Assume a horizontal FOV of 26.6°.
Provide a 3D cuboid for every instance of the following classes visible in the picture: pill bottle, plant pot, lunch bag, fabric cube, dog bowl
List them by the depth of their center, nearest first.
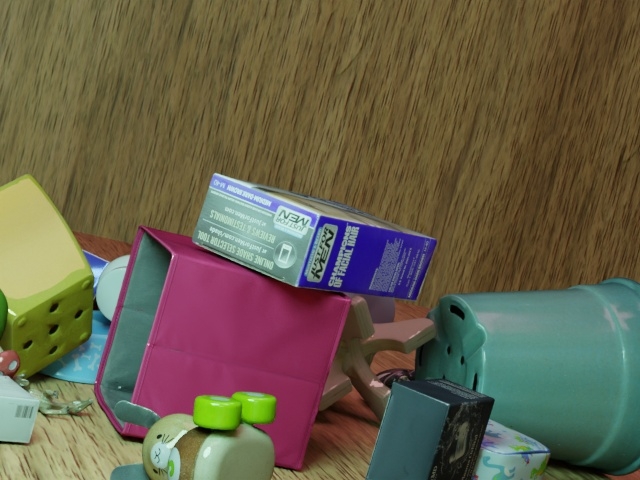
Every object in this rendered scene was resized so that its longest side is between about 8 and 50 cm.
[{"bbox_3d":[-0.145,0.145,1.889,0.258,0.259,0.254,15,4,-20],"label":"fabric cube"},{"bbox_3d":[-0.434,0.072,1.910,0.187,0.212,0.212,37,49,25],"label":"plant pot"},{"bbox_3d":[0.215,0.314,2.023,0.219,0.090,0.176,19,6,39],"label":"lunch bag"},{"bbox_3d":[-0.353,0.162,2.120,0.166,0.074,0.297,18,5,30],"label":"dog bowl"},{"bbox_3d":[-0.289,0.077,2.147,0.117,0.118,0.208,15,6,3],"label":"pill bottle"},{"bbox_3d":[0.358,0.224,2.276,0.334,0.341,0.341,3,9,-22],"label":"plant pot"}]

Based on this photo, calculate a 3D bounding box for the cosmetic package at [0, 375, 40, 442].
[{"bbox_3d":[-0.461,0.189,1.583,0.239,0.060,0.099,11,8,-37],"label":"cosmetic package"}]

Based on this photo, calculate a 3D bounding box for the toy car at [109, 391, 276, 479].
[{"bbox_3d":[-0.159,0.239,1.499,0.188,0.155,0.149,7,1,28],"label":"toy car"}]

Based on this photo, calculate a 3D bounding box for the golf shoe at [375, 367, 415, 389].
[{"bbox_3d":[0.208,0.270,2.429,0.272,0.105,0.120,13,-2,-28],"label":"golf shoe"}]

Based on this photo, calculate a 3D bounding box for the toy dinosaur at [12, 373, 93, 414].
[{"bbox_3d":[-0.392,0.204,1.779,0.183,0.053,0.092,19,-12,-7],"label":"toy dinosaur"}]

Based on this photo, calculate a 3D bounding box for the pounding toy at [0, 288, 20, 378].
[{"bbox_3d":[-0.461,0.143,1.676,0.110,0.183,0.237,50,5,20],"label":"pounding toy"}]

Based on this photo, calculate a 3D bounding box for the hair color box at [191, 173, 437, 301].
[{"bbox_3d":[0.000,0.000,1.897,0.185,0.110,0.339,22,8,31],"label":"hair color box"}]

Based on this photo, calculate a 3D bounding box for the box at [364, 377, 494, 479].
[{"bbox_3d":[0.150,0.278,1.857,0.093,0.156,0.158,19,7,30],"label":"box"}]

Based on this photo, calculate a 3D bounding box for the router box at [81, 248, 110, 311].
[{"bbox_3d":[-0.512,0.029,2.318,0.335,0.082,0.301,25,-11,-1],"label":"router box"}]

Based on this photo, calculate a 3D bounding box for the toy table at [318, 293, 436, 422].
[{"bbox_3d":[0.053,0.180,2.251,0.161,0.274,0.252,23,-31,51],"label":"toy table"}]
